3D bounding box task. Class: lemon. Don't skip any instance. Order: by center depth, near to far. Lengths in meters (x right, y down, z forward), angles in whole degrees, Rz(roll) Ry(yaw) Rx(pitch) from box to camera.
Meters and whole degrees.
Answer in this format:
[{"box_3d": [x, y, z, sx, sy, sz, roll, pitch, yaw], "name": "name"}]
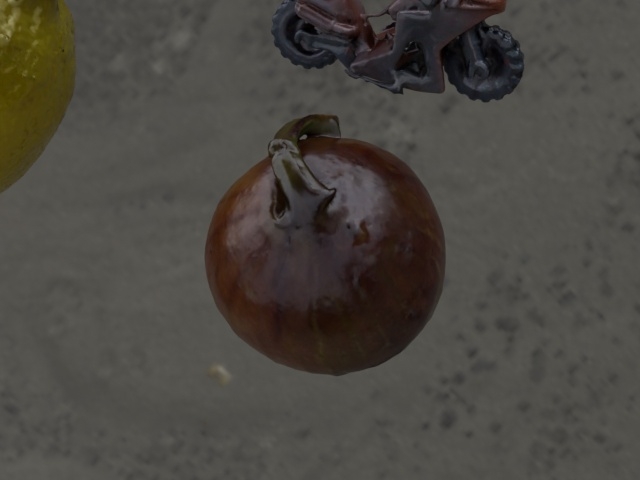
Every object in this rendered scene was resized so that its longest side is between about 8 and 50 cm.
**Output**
[{"box_3d": [-0.357, -0.161, 1.631, 0.320, 0.245, 0.245, -44, 38, 26], "name": "lemon"}]

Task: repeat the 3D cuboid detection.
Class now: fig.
[{"box_3d": [0.000, 0.002, 1.355, 0.205, 0.205, 0.205, -22, 45, 25], "name": "fig"}]

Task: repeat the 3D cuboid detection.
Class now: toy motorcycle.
[{"box_3d": [0.064, -0.182, 1.400, 0.212, 0.118, 0.084, 11, 34, 13], "name": "toy motorcycle"}]
